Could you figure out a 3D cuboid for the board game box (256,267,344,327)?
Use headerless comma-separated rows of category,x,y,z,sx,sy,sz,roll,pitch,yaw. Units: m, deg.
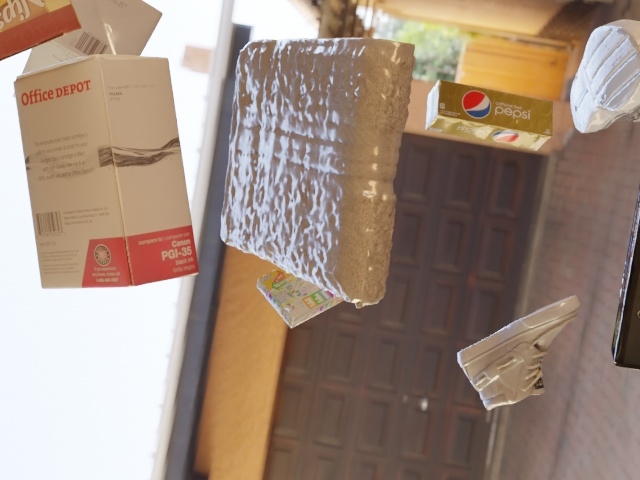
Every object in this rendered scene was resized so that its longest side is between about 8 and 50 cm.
board game box,-0.019,0.079,1.892,0.154,0.103,0.026,-26,-28,-31

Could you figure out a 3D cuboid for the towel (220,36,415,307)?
towel,-0.009,-0.064,0.844,0.282,0.049,0.187,-157,70,-64

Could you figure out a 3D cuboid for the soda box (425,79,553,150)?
soda box,0.253,-0.186,1.614,0.058,0.181,0.061,125,153,-67

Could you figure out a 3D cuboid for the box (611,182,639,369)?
box,0.435,0.047,1.224,0.051,0.175,0.220,-56,-27,-72

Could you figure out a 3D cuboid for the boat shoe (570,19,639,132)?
boat shoe,0.441,-0.238,1.526,0.335,0.119,0.121,81,176,-85

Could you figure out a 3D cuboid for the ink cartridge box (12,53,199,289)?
ink cartridge box,-0.277,-0.084,1.386,0.117,0.207,0.283,-11,-84,-45

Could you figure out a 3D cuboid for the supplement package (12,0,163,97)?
supplement package,-0.452,-0.353,2.076,0.293,0.177,0.175,-36,28,60

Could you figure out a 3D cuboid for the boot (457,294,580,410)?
boot,0.346,0.190,1.777,0.095,0.123,0.258,-18,-13,-44

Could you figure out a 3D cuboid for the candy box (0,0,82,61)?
candy box,-0.384,-0.250,1.225,0.087,0.183,0.316,68,169,-18
